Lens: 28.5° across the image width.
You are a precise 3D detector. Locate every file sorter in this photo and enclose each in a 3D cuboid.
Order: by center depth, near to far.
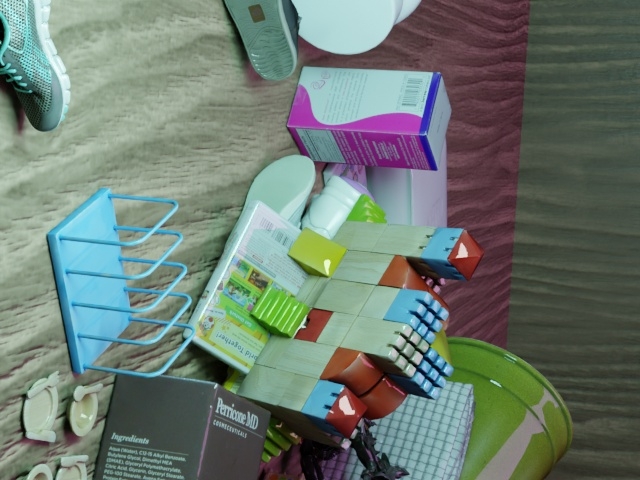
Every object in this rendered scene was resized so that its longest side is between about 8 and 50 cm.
[{"bbox_3d":[-0.207,0.047,1.361,0.118,0.104,0.170,-53,143,-56],"label":"file sorter"}]

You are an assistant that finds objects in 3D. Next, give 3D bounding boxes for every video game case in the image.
[{"bbox_3d":[-0.054,0.090,1.696,0.227,0.026,0.206,36,72,-34],"label":"video game case"},{"bbox_3d":[0.044,-0.097,2.145,0.157,0.019,0.143,-61,150,-49],"label":"video game case"}]

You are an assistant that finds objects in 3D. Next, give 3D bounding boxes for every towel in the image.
[{"bbox_3d":[0.135,0.372,2.209,0.121,0.235,0.284,81,24,-50],"label":"towel"}]

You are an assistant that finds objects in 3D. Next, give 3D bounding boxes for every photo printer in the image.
[{"bbox_3d":[0.165,-0.035,2.364,0.256,0.107,0.307,-43,135,-61],"label":"photo printer"}]

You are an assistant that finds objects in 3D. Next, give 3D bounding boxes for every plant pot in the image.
[{"bbox_3d":[0.255,0.442,2.457,0.353,0.366,0.366,-52,144,-37],"label":"plant pot"}]

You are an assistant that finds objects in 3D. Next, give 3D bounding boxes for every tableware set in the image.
[{"bbox_3d":[-0.277,0.221,1.338,0.141,0.020,0.169,5,91,-70],"label":"tableware set"}]

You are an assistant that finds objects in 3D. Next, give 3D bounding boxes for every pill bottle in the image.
[{"bbox_3d":[0.079,-0.441,1.867,0.363,0.210,0.210,-64,152,-45],"label":"pill bottle"}]

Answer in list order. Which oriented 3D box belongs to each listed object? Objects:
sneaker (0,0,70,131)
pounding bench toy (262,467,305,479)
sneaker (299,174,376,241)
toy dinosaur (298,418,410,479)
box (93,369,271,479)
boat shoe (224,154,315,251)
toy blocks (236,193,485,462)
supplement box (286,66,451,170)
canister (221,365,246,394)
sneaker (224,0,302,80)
[{"bbox_3d":[-0.286,-0.174,1.173,0.076,0.065,0.166,-37,128,-43],"label":"sneaker"},{"bbox_3d":[-0.056,0.396,1.925,0.052,0.065,0.083,-65,151,-43],"label":"pounding bench toy"},{"bbox_3d":[0.000,0.000,1.896,0.152,0.114,0.305,-54,174,-12],"label":"sneaker"},{"bbox_3d":[0.008,0.311,2.013,0.322,0.164,0.218,-5,70,-57],"label":"toy dinosaur"},{"bbox_3d":[-0.181,0.360,1.471,0.191,0.143,0.381,44,53,-65],"label":"box"},{"bbox_3d":[-0.070,-0.024,1.779,0.081,0.079,0.227,83,28,-49],"label":"boat shoe"},{"bbox_3d":[0.067,0.121,1.611,0.191,0.261,0.381,44,68,-31],"label":"toy blocks"},{"bbox_3d":[0.075,-0.186,1.912,0.114,0.220,0.111,62,39,-59],"label":"supplement box"},{"bbox_3d":[-0.113,0.255,1.724,0.170,0.073,0.126,-59,148,-47],"label":"canister"},{"bbox_3d":[-0.080,-0.335,1.682,0.118,0.083,0.222,-83,164,-56],"label":"sneaker"}]
